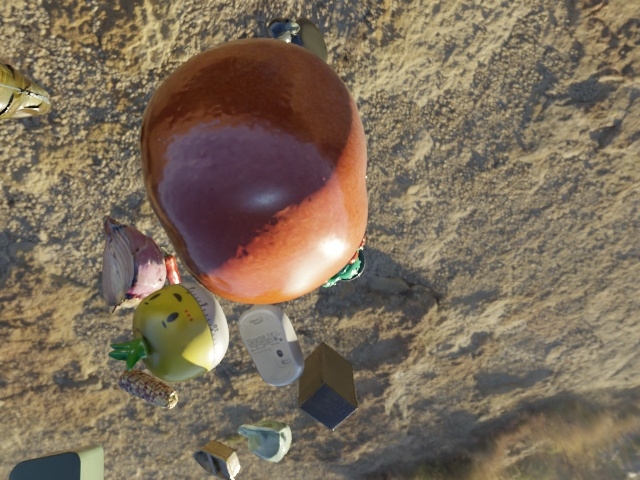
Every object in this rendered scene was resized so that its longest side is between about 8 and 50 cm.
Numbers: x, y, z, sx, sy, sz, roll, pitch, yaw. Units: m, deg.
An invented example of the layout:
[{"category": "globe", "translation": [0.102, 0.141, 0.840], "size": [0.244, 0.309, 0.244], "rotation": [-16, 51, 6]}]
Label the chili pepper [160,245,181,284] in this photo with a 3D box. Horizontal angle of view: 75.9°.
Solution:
[{"category": "chili pepper", "translation": [-0.721, 0.139, 1.976], "size": [0.071, 0.063, 0.271], "rotation": [-29, 131, -29]}]

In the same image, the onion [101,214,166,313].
[{"category": "onion", "translation": [-0.641, 0.060, 1.422], "size": [0.267, 0.348, 0.159], "rotation": [-33, 155, 32]}]

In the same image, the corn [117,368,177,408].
[{"category": "corn", "translation": [-0.622, 0.535, 1.485], "size": [0.254, 0.086, 0.086], "rotation": [13, 135, 24]}]

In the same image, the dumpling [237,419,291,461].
[{"category": "dumpling", "translation": [-0.158, 0.577, 1.171], "size": [0.153, 0.107, 0.219], "rotation": [-8, 139, -8]}]

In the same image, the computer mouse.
[{"category": "computer mouse", "translation": [-0.161, 0.356, 1.426], "size": [0.184, 0.121, 0.296], "rotation": [-25, 94, 16]}]

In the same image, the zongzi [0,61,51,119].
[{"category": "zongzi", "translation": [-0.744, -0.290, 0.927], "size": [0.112, 0.241, 0.221], "rotation": [1, 169, 23]}]

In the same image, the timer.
[{"category": "timer", "translation": [-0.412, 0.259, 1.083], "size": [0.286, 0.285, 0.284], "rotation": [-2, 130, -2]}]

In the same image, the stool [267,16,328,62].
[{"category": "stool", "translation": [-0.082, -0.618, 1.301], "size": [0.140, 0.153, 0.228], "rotation": [-15, 142, 38]}]

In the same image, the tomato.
[{"category": "tomato", "translation": [-0.068, -0.086, 0.566], "size": [0.273, 0.341, 0.341], "rotation": [-12, 129, 9]}]

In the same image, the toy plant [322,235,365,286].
[{"category": "toy plant", "translation": [0.110, 0.108, 1.937], "size": [0.280, 0.400, 0.185], "rotation": [-27, 94, 1]}]

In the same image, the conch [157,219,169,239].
[{"category": "conch", "translation": [-0.543, -0.036, 1.616], "size": [0.121, 0.221, 0.184], "rotation": [-33, 149, -17]}]

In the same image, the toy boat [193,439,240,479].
[{"category": "toy boat", "translation": [-0.385, 0.804, 1.513], "size": [0.189, 0.061, 0.115], "rotation": [2, 112, 33]}]

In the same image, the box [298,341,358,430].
[{"category": "box", "translation": [0.023, 0.547, 1.571], "size": [0.184, 0.273, 0.143], "rotation": [41, 103, -14]}]

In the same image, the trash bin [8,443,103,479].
[{"category": "trash bin", "translation": [-0.626, 0.620, 0.976], "size": [0.159, 0.222, 0.343], "rotation": [-3, 157, -22]}]
